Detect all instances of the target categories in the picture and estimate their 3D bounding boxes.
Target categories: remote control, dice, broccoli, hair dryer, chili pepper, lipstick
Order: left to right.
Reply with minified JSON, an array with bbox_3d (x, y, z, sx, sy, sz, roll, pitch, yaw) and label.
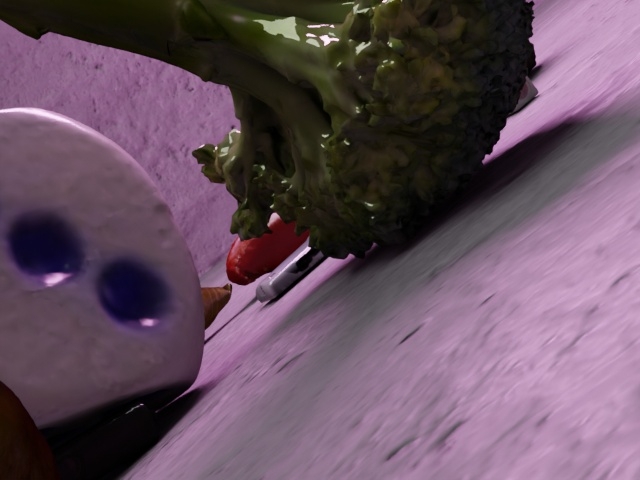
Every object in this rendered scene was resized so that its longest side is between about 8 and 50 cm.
[{"bbox_3d":[-0.266,0.053,0.928,0.251,0.259,0.243,-15,-17,-42],"label":"dice"},{"bbox_3d":[-0.222,0.187,0.792,0.251,0.089,0.197,-34,2,-22],"label":"hair dryer"},{"bbox_3d":[-0.028,-0.157,0.803,0.353,0.397,0.275,-33,31,20],"label":"broccoli"},{"bbox_3d":[-0.017,-0.038,1.321,0.144,0.136,0.252,14,47,24],"label":"chili pepper"},{"bbox_3d":[0.000,0.000,1.145,0.166,0.029,0.065,-41,6,-18],"label":"remote control"},{"bbox_3d":[0.169,-0.134,1.101,0.030,0.030,0.129,-40,5,-11],"label":"lipstick"}]

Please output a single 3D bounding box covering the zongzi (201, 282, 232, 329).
[{"bbox_3d":[-0.255,0.147,1.262,0.288,0.134,0.286,-25,-11,-44],"label":"zongzi"}]

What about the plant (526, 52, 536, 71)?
[{"bbox_3d":[0.130,-0.243,1.305,0.178,0.234,0.204,-32,0,15],"label":"plant"}]

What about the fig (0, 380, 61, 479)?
[{"bbox_3d":[-0.246,0.180,0.538,0.190,0.190,0.290,-36,22,39],"label":"fig"}]
